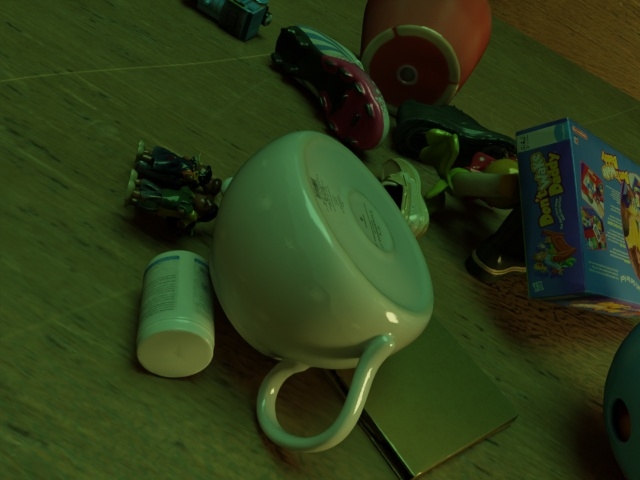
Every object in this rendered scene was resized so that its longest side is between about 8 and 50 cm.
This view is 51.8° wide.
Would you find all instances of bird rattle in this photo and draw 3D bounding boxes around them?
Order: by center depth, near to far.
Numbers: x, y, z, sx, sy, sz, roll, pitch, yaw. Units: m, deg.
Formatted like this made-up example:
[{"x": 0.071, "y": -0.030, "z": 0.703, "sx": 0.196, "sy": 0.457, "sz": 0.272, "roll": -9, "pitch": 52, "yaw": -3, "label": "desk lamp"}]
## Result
[{"x": 0.274, "y": -0.083, "z": 1.054, "sx": 0.254, "sy": 0.143, "sz": 0.207, "roll": 8, "pitch": 4, "yaw": -39, "label": "bird rattle"}]

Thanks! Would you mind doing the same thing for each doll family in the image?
[{"x": -0.166, "y": -0.064, "z": 0.774, "sx": 0.111, "sy": 0.076, "sz": 0.193, "roll": 13, "pitch": 34, "yaw": -16, "label": "doll family"}]

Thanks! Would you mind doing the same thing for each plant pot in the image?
[{"x": 0.198, "y": -0.389, "z": 1.335, "sx": 0.275, "sy": 0.275, "sz": 0.243, "roll": 27, "pitch": 44, "yaw": -5, "label": "plant pot"}]

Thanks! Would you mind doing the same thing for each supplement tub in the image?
[{"x": -0.136, "y": 0.067, "z": 0.626, "sx": 0.071, "sy": 0.071, "sz": 0.107, "roll": 16, "pitch": 36, "yaw": -20, "label": "supplement tub"}]

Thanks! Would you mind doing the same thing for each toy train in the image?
[{"x": -0.184, "y": -0.469, "z": 1.287, "sx": 0.184, "sy": 0.080, "sz": 0.105, "roll": 33, "pitch": 39, "yaw": 4, "label": "toy train"}]

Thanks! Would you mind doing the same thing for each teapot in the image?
[{"x": -0.020, "y": 0.033, "z": 0.656, "sx": 0.252, "sy": 0.187, "sz": 0.256, "roll": 53, "pitch": 23, "yaw": -6, "label": "teapot"}]

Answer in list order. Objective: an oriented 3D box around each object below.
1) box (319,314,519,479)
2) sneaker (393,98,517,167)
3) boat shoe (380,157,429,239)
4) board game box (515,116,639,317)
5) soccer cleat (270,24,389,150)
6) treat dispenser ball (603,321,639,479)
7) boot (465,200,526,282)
[{"x": 0.110, "y": 0.163, "z": 0.732, "sx": 0.201, "sy": 0.021, "sz": 0.164, "roll": -9, "pitch": 50, "yaw": -44, "label": "box"}, {"x": 0.270, "y": -0.195, "z": 1.239, "sx": 0.286, "sy": 0.109, "sz": 0.130, "roll": 20, "pitch": 39, "yaw": -17, "label": "sneaker"}, {"x": 0.118, "y": -0.075, "z": 1.012, "sx": 0.059, "sy": 0.063, "sz": 0.170, "roll": 19, "pitch": 35, "yaw": -27, "label": "boat shoe"}, {"x": 0.413, "y": -0.016, "z": 0.975, "sx": 0.347, "sy": 0.078, "sz": 0.233, "roll": 13, "pitch": 71, "yaw": -45, "label": "board game box"}, {"x": 0.046, "y": -0.284, "z": 1.183, "sx": 0.143, "sy": 0.116, "sz": 0.331, "roll": -6, "pitch": 47, "yaw": -41, "label": "soccer cleat"}, {"x": 0.464, "y": 0.194, "z": 0.719, "sx": 0.288, "sy": 0.288, "sz": 0.288, "roll": 20, "pitch": 35, "yaw": -15, "label": "treat dispenser ball"}, {"x": 0.320, "y": -0.014, "z": 1.019, "sx": 0.077, "sy": 0.137, "sz": 0.198, "roll": 42, "pitch": 35, "yaw": 17, "label": "boot"}]
